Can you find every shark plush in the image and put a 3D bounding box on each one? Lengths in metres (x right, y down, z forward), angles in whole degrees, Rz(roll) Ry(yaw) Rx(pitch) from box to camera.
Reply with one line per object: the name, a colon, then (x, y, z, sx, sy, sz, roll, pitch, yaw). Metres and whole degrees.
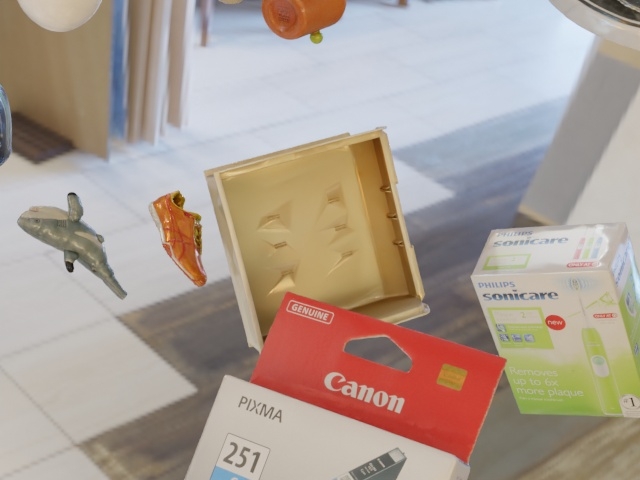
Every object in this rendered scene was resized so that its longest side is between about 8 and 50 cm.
shark plush: (-0.311, 0.018, 1.390, 0.073, 0.161, 0.067, -21, 22, 30)

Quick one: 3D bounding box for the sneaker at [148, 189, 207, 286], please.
sneaker: (-0.203, -0.007, 1.646, 0.067, 0.064, 0.175, -29, 60, 2)

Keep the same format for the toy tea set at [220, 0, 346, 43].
toy tea set: (-0.017, -0.414, 1.432, 0.200, 0.336, 0.124, 42, 47, 6)

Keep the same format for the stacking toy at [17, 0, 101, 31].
stacking toy: (-0.356, -0.493, 1.448, 0.351, 0.350, 0.479, 1, 74, -15)

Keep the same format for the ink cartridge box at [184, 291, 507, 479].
ink cartridge box: (0.024, 0.203, 1.224, 0.296, 0.261, 0.066, 15, -13, 27)

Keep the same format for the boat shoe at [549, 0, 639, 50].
boat shoe: (0.321, -0.335, 1.301, 0.113, 0.105, 0.306, -1, 41, -26)

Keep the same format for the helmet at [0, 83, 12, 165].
helmet: (-0.516, -0.179, 1.543, 0.170, 0.161, 0.169, -10, 29, 6)

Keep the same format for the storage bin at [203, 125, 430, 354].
storage bin: (0.000, 0.000, 1.502, 0.260, 0.262, 0.123, -16, 9, -15)

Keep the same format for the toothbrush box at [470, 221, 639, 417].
toothbrush box: (0.371, 0.122, 1.638, 0.206, 0.283, 0.122, -3, 35, 31)
